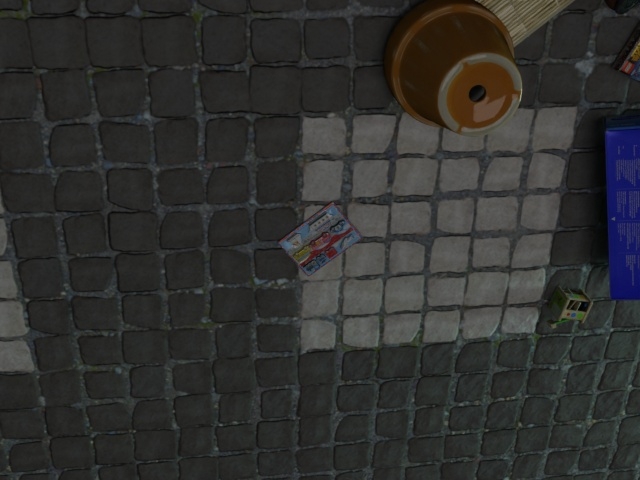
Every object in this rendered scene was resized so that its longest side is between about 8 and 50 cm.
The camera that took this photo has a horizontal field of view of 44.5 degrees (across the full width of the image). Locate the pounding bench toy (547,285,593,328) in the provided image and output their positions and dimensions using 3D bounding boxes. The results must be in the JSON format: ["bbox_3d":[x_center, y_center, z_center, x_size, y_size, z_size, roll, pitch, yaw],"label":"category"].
[{"bbox_3d":[0.500,0.142,1.575,0.065,0.052,0.083,8,117,-15],"label":"pounding bench toy"}]

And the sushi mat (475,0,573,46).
[{"bbox_3d":[0.300,-0.388,1.264,0.316,0.019,0.151,-37,120,11],"label":"sushi mat"}]

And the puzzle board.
[{"bbox_3d":[0.000,0.000,1.431,0.128,0.011,0.096,-36,119,10],"label":"puzzle board"}]

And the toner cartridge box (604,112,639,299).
[{"bbox_3d":[0.606,-0.057,1.419,0.165,0.075,0.347,-2,117,19],"label":"toner cartridge box"}]

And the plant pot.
[{"bbox_3d":[0.217,-0.253,1.204,0.205,0.188,0.205,-4,119,-7],"label":"plant pot"}]

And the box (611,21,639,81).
[{"bbox_3d":[0.576,-0.336,1.336,0.094,0.027,0.137,19,114,-21],"label":"box"}]

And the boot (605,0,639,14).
[{"bbox_3d":[0.356,-0.475,1.087,0.096,0.280,0.264,-21,130,-50],"label":"boot"}]
